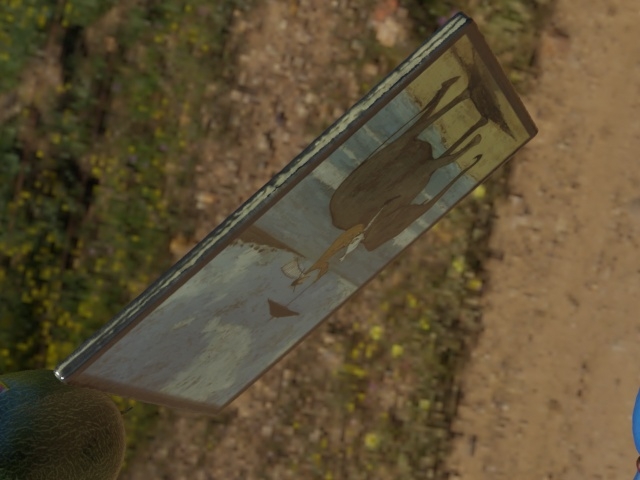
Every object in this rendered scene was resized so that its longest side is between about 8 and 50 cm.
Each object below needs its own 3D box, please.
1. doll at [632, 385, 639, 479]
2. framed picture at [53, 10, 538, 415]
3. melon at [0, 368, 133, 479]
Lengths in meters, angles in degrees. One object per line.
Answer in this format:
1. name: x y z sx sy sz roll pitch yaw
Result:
1. doll: 0.378 0.230 1.416 0.161 0.215 0.257 24 101 44
2. framed picture: 0.000 0.000 0.982 0.347 0.265 0.016 -41 70 5
3. melon: -0.322 0.231 1.474 0.182 0.287 0.182 28 126 46
